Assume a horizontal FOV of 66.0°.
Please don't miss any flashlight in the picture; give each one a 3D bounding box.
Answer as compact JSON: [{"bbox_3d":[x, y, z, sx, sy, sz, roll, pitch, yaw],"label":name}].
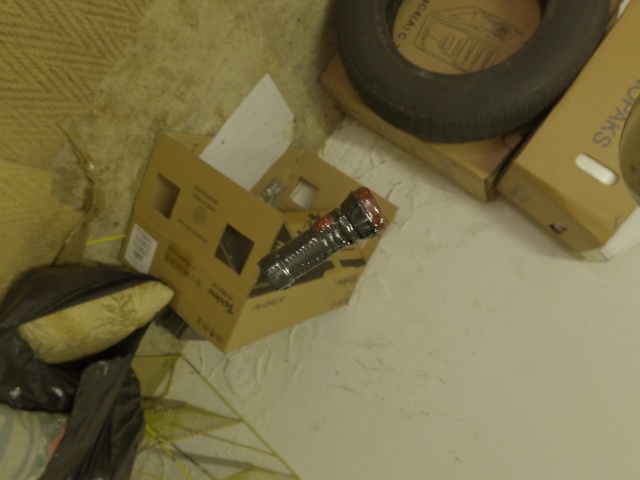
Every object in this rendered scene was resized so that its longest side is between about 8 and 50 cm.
[{"bbox_3d":[0.000,0.000,0.843,0.232,0.093,0.093,-31,156,5],"label":"flashlight"}]

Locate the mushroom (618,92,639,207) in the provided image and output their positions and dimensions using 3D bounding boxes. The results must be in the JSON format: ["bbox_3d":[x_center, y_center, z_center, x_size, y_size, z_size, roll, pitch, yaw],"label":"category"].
[{"bbox_3d":[0.399,-0.073,0.431,0.246,0.246,0.202,79,34,-59],"label":"mushroom"}]
